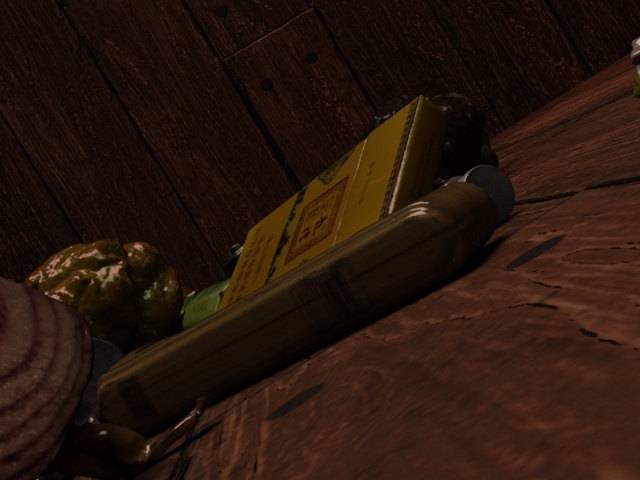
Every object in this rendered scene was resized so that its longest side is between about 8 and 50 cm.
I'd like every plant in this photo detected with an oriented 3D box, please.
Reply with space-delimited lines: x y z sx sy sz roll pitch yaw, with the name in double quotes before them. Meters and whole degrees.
"plant" 0.152 -0.122 1.254 0.274 0.149 0.146 -25 -43 -65

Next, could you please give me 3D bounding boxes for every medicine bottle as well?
"medicine bottle" 0.090 -0.015 0.826 0.051 0.051 0.191 -32 3 -27

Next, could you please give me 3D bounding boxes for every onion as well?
"onion" -0.276 0.122 0.576 0.230 0.272 0.256 -49 -5 29

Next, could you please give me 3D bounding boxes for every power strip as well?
"power strip" -0.044 0.062 0.731 0.388 0.066 0.092 -31 -1 30

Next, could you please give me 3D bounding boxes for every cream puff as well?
"cream puff" -0.279 0.112 1.245 0.244 0.244 0.196 -31 32 11

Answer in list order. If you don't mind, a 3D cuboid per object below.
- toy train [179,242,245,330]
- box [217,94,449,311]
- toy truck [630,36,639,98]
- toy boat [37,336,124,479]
"toy train" -0.087 0.065 1.118 0.157 0.105 0.253 -44 7 -17
"box" 0.000 0.000 0.866 0.279 0.041 0.153 -35 28 46
"toy truck" 0.275 -0.131 0.704 0.111 0.076 0.077 -31 21 39
"toy boat" -0.269 0.162 0.791 0.078 0.127 0.283 -39 -1 39
